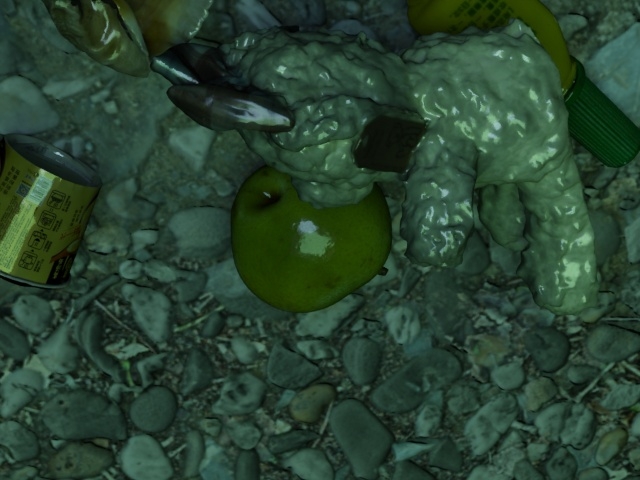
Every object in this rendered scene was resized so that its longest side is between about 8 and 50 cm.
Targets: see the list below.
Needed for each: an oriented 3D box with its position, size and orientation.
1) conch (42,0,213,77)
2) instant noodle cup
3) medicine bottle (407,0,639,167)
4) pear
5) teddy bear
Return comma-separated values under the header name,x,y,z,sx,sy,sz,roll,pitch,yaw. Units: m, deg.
name,x,y,z,sx,sy,sz,roll,pitch,yaw
conch,-0.223,-0.321,1.174,0.263,0.186,0.324,-27,124,7
instant noodle cup,-0.307,-0.034,1.340,0.151,0.151,0.122,28,103,-18
medicine bottle,0.228,-0.183,1.344,0.309,0.076,0.111,38,123,-21
pear,0.000,0.000,1.386,0.180,0.166,0.216,-44,142,5
teddy bear,0.058,-0.065,1.242,0.362,0.327,0.375,-19,129,-7
